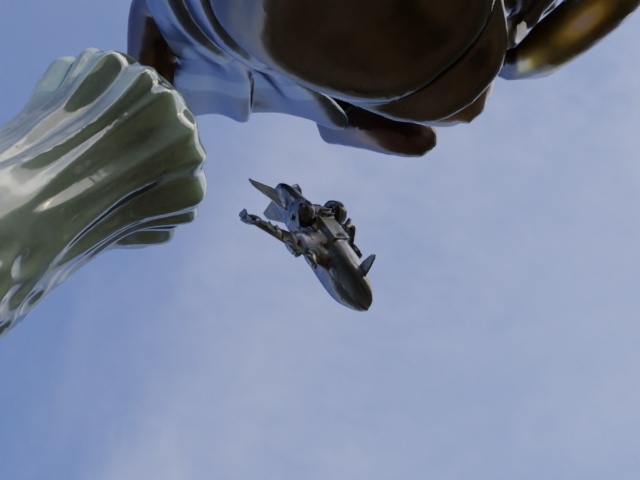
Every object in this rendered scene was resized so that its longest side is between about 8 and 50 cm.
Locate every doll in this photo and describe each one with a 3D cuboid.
[{"bbox_3d":[0.010,-0.137,0.902,0.318,0.340,0.209,-30,-87,-10],"label":"doll"}]

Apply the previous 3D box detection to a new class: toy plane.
[{"bbox_3d":[0.000,0.000,0.749,0.078,0.083,0.031,1,-51,-50],"label":"toy plane"}]

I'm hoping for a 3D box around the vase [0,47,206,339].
[{"bbox_3d":[-0.093,0.001,0.426,0.148,0.081,0.081,-41,-43,-46],"label":"vase"}]
